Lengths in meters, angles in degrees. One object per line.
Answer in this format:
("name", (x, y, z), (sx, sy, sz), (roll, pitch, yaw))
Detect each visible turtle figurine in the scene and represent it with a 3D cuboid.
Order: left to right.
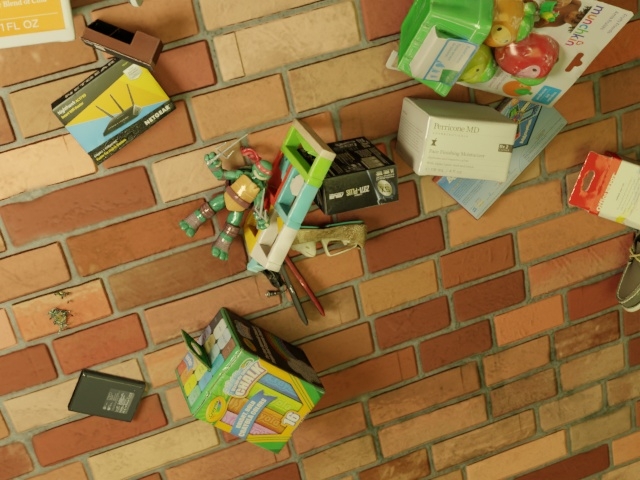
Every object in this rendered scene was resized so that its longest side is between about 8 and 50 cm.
("turtle figurine", (-0.156, -0.082, 1.868), (0.175, 0.118, 0.234), (44, 112, 10))

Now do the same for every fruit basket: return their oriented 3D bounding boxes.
("fruit basket", (0.330, -0.356, 1.799), (0.353, 0.327, 0.165), (18, 63, -8))

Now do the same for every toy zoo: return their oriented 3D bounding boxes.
("toy zoo", (-0.074, -0.069, 1.865), (0.030, 0.192, 0.293), (19, 107, -25))

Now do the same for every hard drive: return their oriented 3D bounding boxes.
("hard drive", (-0.439, 0.320, 2.021), (0.135, 0.022, 0.094), (17, 108, -25))

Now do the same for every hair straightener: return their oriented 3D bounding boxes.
("hair straightener", (-0.076, 0.091, 2.023), (0.089, 0.047, 0.230), (-31, 124, -2))

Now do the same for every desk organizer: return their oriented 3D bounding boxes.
("desk organizer", (-0.340, -0.341, 1.691), (0.130, 0.047, 0.050), (22, 86, 1))

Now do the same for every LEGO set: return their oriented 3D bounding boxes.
("LEGO set", (-0.506, 0.137, 1.915), (0.054, 0.023, 0.083), (21, 93, -29))

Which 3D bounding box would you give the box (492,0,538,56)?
("box", (0.386, -0.454, 1.932), (0.186, 0.038, 0.145), (-27, 121, -6))

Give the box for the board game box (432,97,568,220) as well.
("board game box", (0.376, -0.188, 2.061), (0.145, 0.027, 0.281), (38, 98, -31))

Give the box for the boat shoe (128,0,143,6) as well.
("boat shoe", (-0.337, -0.466, 1.673), (0.040, 0.049, 0.142), (-1, 122, 18))

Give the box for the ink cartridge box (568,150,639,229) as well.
("ink cartridge box", (0.666, -0.108, 2.143), (0.231, 0.078, 0.134), (19, 108, 1))

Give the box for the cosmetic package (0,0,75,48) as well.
("cosmetic package", (-0.529, -0.529, 1.506), (0.230, 0.161, 0.453), (-12, 117, -14))

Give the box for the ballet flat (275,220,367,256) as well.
("ballet flat", (0.000, 0.000, 1.988), (0.206, 0.073, 0.067), (-5, 84, -15))

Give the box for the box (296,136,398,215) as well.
("box", (0.049, -0.126, 1.887), (0.148, 0.180, 0.077), (-13, 116, -14))

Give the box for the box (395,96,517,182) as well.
("box", (0.259, -0.198, 1.911), (0.181, 0.182, 0.119), (4, 109, -12))

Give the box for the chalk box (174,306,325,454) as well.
("chalk box", (-0.171, 0.274, 2.004), (0.289, 0.180, 0.179), (31, 101, -27))

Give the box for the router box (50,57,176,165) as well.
("router box", (-0.370, -0.240, 1.764), (0.179, 0.046, 0.133), (-37, 119, -1))

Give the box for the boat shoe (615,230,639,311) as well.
("boat shoe", (0.757, 0.018, 2.249), (0.091, 0.109, 0.305), (27, 97, -27))
